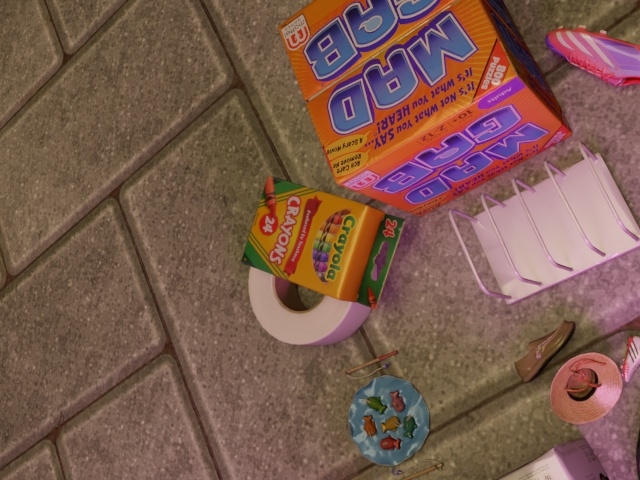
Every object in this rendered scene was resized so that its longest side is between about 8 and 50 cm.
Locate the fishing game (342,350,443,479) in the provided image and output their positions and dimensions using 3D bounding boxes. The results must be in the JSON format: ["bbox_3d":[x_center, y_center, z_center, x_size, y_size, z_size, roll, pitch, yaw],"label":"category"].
[{"bbox_3d":[0.134,0.373,1.534,0.189,0.041,0.264,-26,69,23],"label":"fishing game"}]

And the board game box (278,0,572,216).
[{"bbox_3d":[0.203,-0.306,1.417,0.356,0.357,0.356,-30,67,25],"label":"board game box"}]

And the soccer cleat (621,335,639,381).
[{"bbox_3d":[0.556,0.210,1.305,0.036,0.029,0.083,9,82,37],"label":"soccer cleat"}]

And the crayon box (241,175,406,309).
[{"bbox_3d":[0.000,0.000,1.537,0.319,0.081,0.202,18,91,32],"label":"crayon box"}]

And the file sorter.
[{"bbox_3d":[0.409,-0.030,1.352,0.278,0.173,0.192,-29,68,24],"label":"file sorter"}]

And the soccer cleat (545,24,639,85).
[{"bbox_3d":[0.533,-0.339,1.386,0.248,0.083,0.095,22,98,30],"label":"soccer cleat"}]

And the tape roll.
[{"bbox_3d":[-0.019,0.091,1.640,0.286,0.100,0.286,-6,78,31],"label":"tape roll"}]

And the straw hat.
[{"bbox_3d":[0.466,0.252,1.330,0.144,0.145,0.061,-55,18,12],"label":"straw hat"}]

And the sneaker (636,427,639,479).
[{"bbox_3d":[0.582,0.320,1.225,0.101,0.106,0.267,3,82,34],"label":"sneaker"}]

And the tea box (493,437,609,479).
[{"bbox_3d":[0.367,0.560,1.248,0.329,0.220,0.323,-37,65,22],"label":"tea box"}]

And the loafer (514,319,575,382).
[{"bbox_3d":[0.415,0.201,1.377,0.050,0.056,0.148,43,105,23],"label":"loafer"}]
